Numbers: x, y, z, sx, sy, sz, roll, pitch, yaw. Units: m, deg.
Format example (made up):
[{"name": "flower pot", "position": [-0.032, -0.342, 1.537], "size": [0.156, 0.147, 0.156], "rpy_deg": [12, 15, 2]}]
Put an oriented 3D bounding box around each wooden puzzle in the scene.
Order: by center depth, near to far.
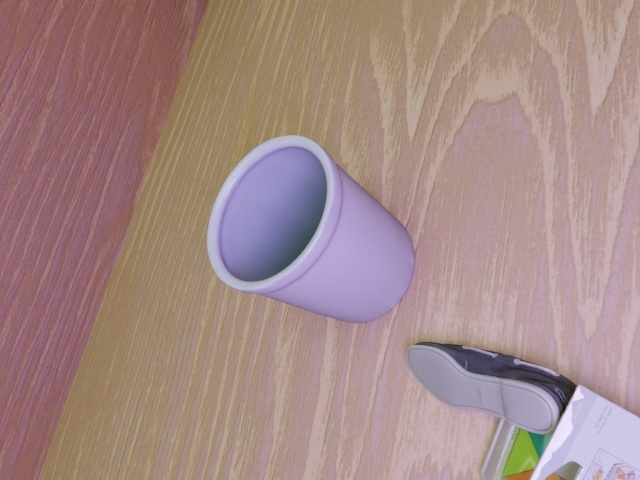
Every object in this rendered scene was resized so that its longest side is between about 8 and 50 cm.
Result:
[{"name": "wooden puzzle", "position": [0.412, 0.364, 0.687], "size": [0.238, 0.044, 0.221], "rpy_deg": [19, 83, 41]}]

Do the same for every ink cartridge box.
[{"name": "ink cartridge box", "position": [0.423, 0.398, 0.588], "size": [0.260, 0.066, 0.297], "rpy_deg": [29, 89, 19]}]

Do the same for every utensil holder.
[{"name": "utensil holder", "position": [0.000, 0.000, 0.944], "size": [0.327, 0.385, 0.328], "rpy_deg": [-16, 62, 32]}]

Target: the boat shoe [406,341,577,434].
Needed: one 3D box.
[{"name": "boat shoe", "position": [0.305, 0.260, 0.779], "size": [0.335, 0.095, 0.112], "rpy_deg": [3, 101, 59]}]
